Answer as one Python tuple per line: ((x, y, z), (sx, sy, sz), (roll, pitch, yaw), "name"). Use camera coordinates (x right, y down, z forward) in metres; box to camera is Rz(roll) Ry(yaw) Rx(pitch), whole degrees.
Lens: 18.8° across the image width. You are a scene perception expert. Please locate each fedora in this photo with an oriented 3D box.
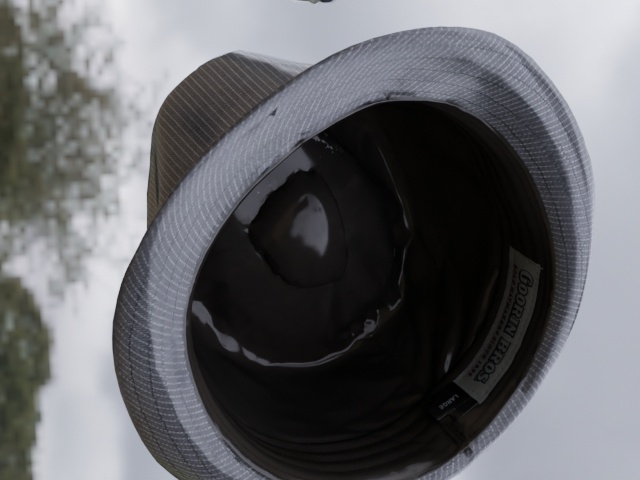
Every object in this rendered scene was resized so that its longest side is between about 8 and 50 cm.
((0.000, 0.000, 0.898), (0.124, 0.244, 0.275), (44, -3, 46), "fedora")

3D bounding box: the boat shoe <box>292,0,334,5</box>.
((0.030, -0.261, 0.558), (0.500, 0.156, 0.187), (94, -14, -51), "boat shoe")
